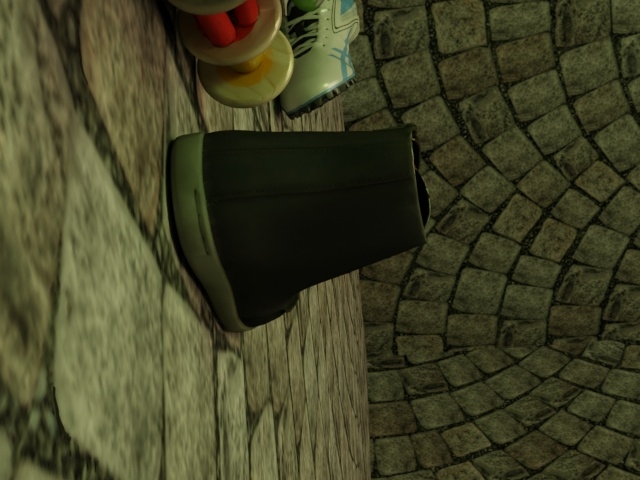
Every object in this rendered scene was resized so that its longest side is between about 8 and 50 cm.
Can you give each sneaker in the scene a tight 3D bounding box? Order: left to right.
[{"bbox_3d":[-0.010,-0.193,1.049,0.086,0.085,0.237,54,22,-25],"label":"sneaker"},{"bbox_3d":[0.000,0.000,0.573,0.222,0.118,0.083,67,19,-78],"label":"sneaker"}]

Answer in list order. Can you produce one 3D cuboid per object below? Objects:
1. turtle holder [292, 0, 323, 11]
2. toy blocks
[{"bbox_3d":[0.045,-0.241,0.395,0.320,0.227,0.243,-60,128,-75],"label":"turtle holder"},{"bbox_3d":[-0.048,-0.150,0.516,0.148,0.054,0.123,73,14,-71],"label":"toy blocks"}]
